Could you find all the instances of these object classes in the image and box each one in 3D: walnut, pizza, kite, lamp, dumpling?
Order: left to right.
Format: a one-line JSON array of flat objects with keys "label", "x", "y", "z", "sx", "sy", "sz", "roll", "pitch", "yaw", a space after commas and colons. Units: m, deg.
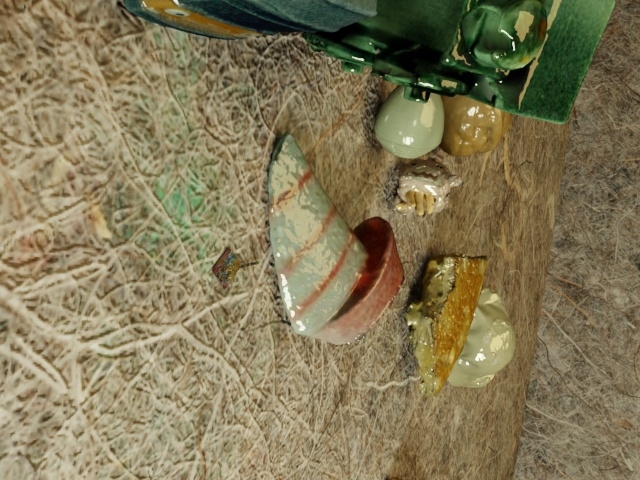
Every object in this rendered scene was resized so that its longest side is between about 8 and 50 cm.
[{"label": "kite", "x": -0.095, "y": 0.024, "z": 0.688, "sx": 0.078, "sy": 0.002, "sz": 0.044, "roll": -39, "pitch": 130, "yaw": -48}, {"label": "lamp", "x": 0.143, "y": -0.210, "z": 0.899, "sx": 0.106, "sy": 0.106, "sz": 0.192, "roll": -38, "pitch": 149, "yaw": -50}, {"label": "pizza", "x": 0.238, "y": 0.136, "z": 1.205, "sx": 0.223, "sy": 0.090, "sz": 0.323, "roll": 49, "pitch": 60, "yaw": -48}, {"label": "walnut", "x": 0.278, "y": -0.235, "z": 1.130, "sx": 0.167, "sy": 0.149, "sz": 0.166, "roll": -29, "pitch": 147, "yaw": -21}, {"label": "dumpling", "x": 0.339, "y": 0.229, "z": 1.370, "sx": 0.193, "sy": 0.147, "sz": 0.257, "roll": -19, "pitch": 117, "yaw": -24}]

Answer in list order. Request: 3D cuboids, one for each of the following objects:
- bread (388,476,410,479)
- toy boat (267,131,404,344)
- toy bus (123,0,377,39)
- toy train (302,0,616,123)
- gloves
[{"label": "bread", "x": 0.161, "y": 0.550, "z": 1.196, "sx": 0.116, "sy": 0.077, "sz": 0.200, "roll": -58, "pitch": 141, "yaw": -32}, {"label": "toy boat", "x": 0.000, "y": 0.000, "z": 0.782, "sx": 0.206, "sy": 0.096, "sz": 0.282, "roll": -49, "pitch": 130, "yaw": -21}, {"label": "toy bus", "x": -0.047, "y": -0.336, "z": 0.483, "sx": 0.162, "sy": 0.194, "sz": 0.323, "roll": -12, "pitch": 108, "yaw": -60}, {"label": "toy train", "x": 0.130, "y": -0.228, "z": 0.618, "sx": 0.238, "sy": 0.299, "sz": 0.166, "roll": 2, "pitch": 116, "yaw": -33}, {"label": "gloves", "x": 0.177, "y": -0.093, "z": 1.034, "sx": 0.144, "sy": 0.111, "sz": 0.094, "roll": -77, "pitch": 162, "yaw": -80}]
